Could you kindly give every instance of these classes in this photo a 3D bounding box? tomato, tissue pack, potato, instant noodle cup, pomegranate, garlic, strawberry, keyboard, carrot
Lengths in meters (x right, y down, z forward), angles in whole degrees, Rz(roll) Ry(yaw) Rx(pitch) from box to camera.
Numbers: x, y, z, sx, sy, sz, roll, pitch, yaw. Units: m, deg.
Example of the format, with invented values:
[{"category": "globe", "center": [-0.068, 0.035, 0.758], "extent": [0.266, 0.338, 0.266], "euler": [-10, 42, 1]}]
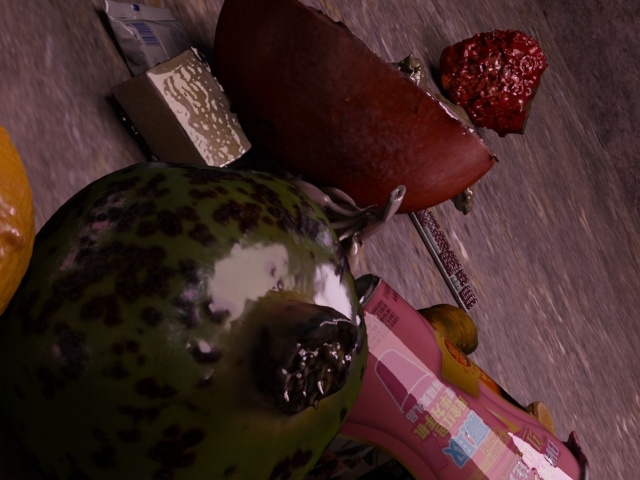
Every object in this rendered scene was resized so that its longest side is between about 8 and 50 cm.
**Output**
[{"category": "tomato", "center": [0.010, -0.130, 1.068], "extent": [0.338, 0.144, 0.338], "euler": [37, 4, -3]}, {"category": "tissue pack", "center": [-0.142, -0.155, 1.030], "extent": [0.193, 0.026, 0.122], "euler": [63, 26, 4]}, {"category": "potato", "center": [-0.125, -0.112, 0.948], "extent": [0.086, 0.061, 0.122], "euler": [-41, 102, -41]}, {"category": "instant noodle cup", "center": [0.067, 0.174, 0.891], "extent": [0.255, 0.244, 0.244], "euler": [50, 27, -7]}, {"category": "pomegranate", "center": [-0.080, 0.066, 0.667], "extent": [0.254, 0.270, 0.254], "euler": [-4, 96, -37]}, {"category": "garlic", "center": [0.000, 0.000, 0.964], "extent": [0.127, 0.194, 0.131], "euler": [28, 55, -35]}, {"category": "strawberry", "center": [0.305, -0.295, 1.846], "extent": [0.201, 0.187, 0.184], "euler": [15, 56, -13]}, {"category": "keyboard", "center": [0.178, 0.022, 1.453], "extent": [0.166, 0.017, 0.055], "euler": [61, 25, -1]}, {"category": "carrot", "center": [0.131, 0.117, 1.200], "extent": [0.173, 0.082, 0.082], "euler": [-16, 78, -61]}]

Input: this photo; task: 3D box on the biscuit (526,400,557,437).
[{"category": "biscuit", "center": [0.326, 0.340, 1.396], "extent": [0.153, 0.030, 0.234], "euler": [-4, 69, -61]}]

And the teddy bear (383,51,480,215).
[{"category": "teddy bear", "center": [0.112, -0.142, 1.343], "extent": [0.256, 0.156, 0.267], "euler": [33, 36, -47]}]

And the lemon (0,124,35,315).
[{"category": "lemon", "center": [-0.234, -0.003, 0.578], "extent": [0.142, 0.142, 0.187], "euler": [36, 40, -42]}]
